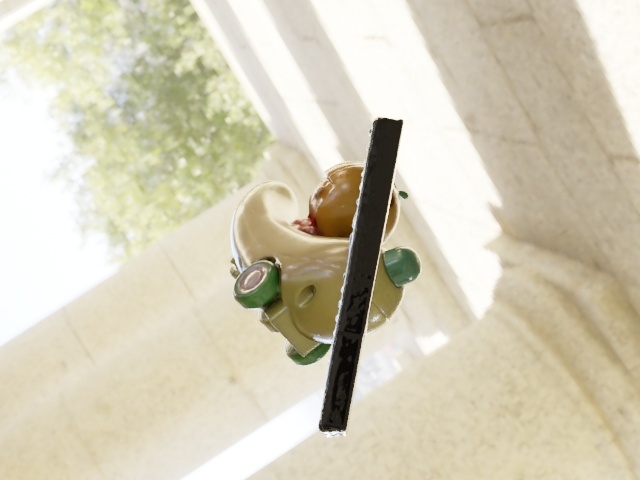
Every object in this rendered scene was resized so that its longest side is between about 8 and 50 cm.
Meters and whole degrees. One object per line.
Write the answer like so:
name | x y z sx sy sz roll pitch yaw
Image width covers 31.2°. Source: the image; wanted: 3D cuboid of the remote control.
remote control | 0.030 0.027 0.865 0.063 0.025 0.245 78 -158 -78

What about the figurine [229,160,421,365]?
figurine | 0.000 0.000 1.301 0.124 0.222 0.324 47 -177 -31
